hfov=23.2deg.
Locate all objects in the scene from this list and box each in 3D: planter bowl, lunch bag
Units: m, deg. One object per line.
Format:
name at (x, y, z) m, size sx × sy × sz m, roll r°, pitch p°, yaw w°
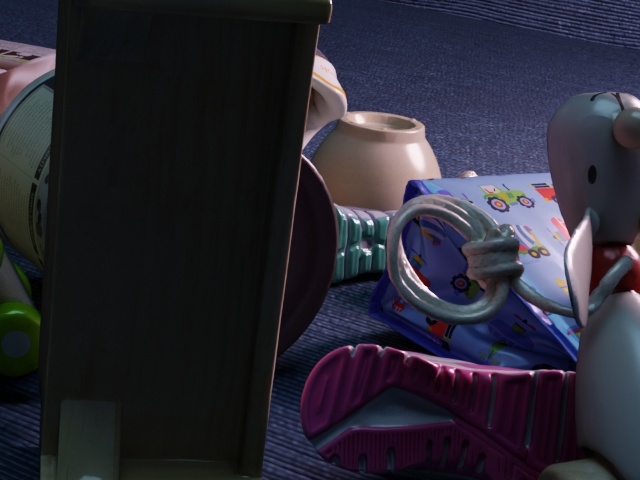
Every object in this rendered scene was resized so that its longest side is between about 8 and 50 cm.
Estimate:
planter bowl at (0.062, -0.081, 1.723) m, size 0.162 × 0.109 × 0.162 m, roll 6°, pitch 17°, yaw -2°
lunch bag at (0.225, 0.065, 1.299) m, size 0.221 × 0.138 × 0.293 m, roll -5°, pitch 31°, yaw -40°

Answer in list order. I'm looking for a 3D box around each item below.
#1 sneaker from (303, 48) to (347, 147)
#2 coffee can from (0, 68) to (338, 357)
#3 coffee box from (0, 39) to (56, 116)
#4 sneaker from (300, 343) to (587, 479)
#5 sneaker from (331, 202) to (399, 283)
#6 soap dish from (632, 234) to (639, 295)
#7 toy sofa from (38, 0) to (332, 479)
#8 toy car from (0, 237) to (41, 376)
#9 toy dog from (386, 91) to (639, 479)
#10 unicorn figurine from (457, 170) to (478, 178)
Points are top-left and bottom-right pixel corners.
sneaker at (-0.121, -0.091, 1.499) m, size 0.321 × 0.126 × 0.127 m, roll -36°, pitch 49°, yaw -10°
coffee can at (-0.140, -0.025, 1.288) m, size 0.201 × 0.201 × 0.275 m, roll -3°, pitch 19°, yaw -31°
coffee box at (-0.359, -0.088, 1.474) m, size 0.119 × 0.168 × 0.297 m, roll 11°, pitch 16°, yaw 14°
sneaker at (0.101, 0.124, 1.056) m, size 0.252 × 0.103 × 0.111 m, roll 17°, pitch -5°, yaw -11°
sneaker at (0.000, 0.000, 1.510) m, size 0.224 × 0.083 × 0.098 m, roll 7°, pitch 1°, yaw -39°
soap dish at (0.349, 0.069, 1.167) m, size 0.229 × 0.118 × 0.291 m, roll 0°, pitch 43°, yaw -19°
toy sofa at (-0.097, -0.015, 0.996) m, size 0.150 × 0.362 × 0.177 m, roll 3°, pitch 22°, yaw -11°
toy car at (-0.314, 0.053, 1.163) m, size 0.188 × 0.149 × 0.155 m, roll -27°, pitch 20°, yaw -8°
toy dog at (0.205, 0.066, 0.945) m, size 0.220 × 0.333 × 0.161 m, roll -25°, pitch -6°, yaw -22°
unicorn figurine at (0.117, 0.006, 1.482) m, size 0.060 × 0.162 × 0.111 m, roll 7°, pitch -12°, yaw 20°
